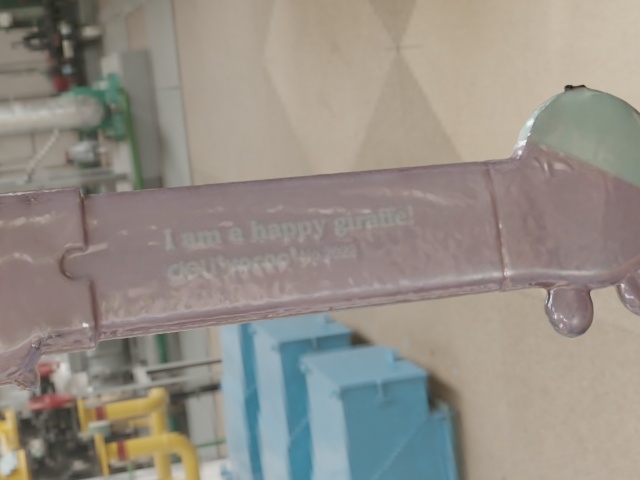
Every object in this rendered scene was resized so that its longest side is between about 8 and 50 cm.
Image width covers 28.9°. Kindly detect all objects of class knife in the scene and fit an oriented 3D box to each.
[{"bbox_3d":[0.000,0.000,0.614,0.038,0.398,0.132,148,114,-69],"label":"knife"}]
